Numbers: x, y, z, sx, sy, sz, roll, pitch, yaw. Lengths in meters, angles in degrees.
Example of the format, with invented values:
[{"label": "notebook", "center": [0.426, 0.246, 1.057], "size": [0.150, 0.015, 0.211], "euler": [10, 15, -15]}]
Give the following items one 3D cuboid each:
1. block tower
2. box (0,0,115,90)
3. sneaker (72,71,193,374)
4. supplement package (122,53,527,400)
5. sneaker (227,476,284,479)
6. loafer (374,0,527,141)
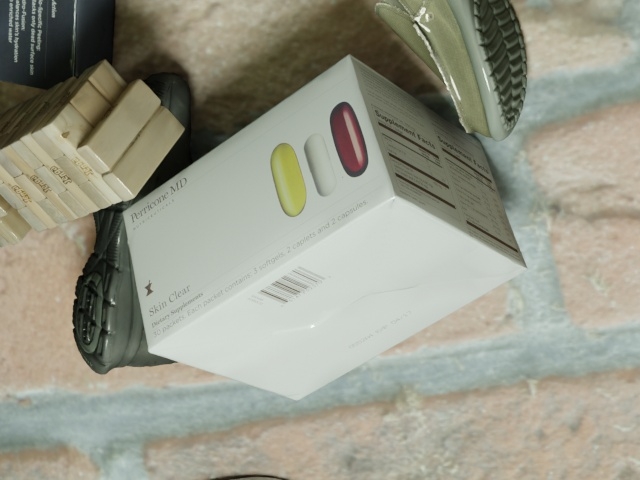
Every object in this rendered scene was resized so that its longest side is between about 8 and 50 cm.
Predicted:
[{"label": "block tower", "center": [-0.268, -0.062, 1.225], "size": [0.335, 0.097, 0.091], "euler": [-17, 121, 45]}, {"label": "box", "center": [-0.271, -0.228, 1.217], "size": [0.158, 0.093, 0.156], "euler": [12, 115, 11]}, {"label": "sneaker", "center": [-0.151, -0.015, 1.282], "size": [0.130, 0.109, 0.286], "euler": [4, 103, -32]}, {"label": "supplement package", "center": [0.000, 0.000, 1.163], "size": [0.262, 0.145, 0.204], "euler": [-33, 145, 25]}, {"label": "sneaker", "center": [-0.024, 0.322, 1.383], "size": [0.290, 0.123, 0.106], "euler": [7, 117, 14]}, {"label": "loafer", "center": [0.099, -0.198, 1.139], "size": [0.087, 0.094, 0.251], "euler": [-14, 105, 33]}]
